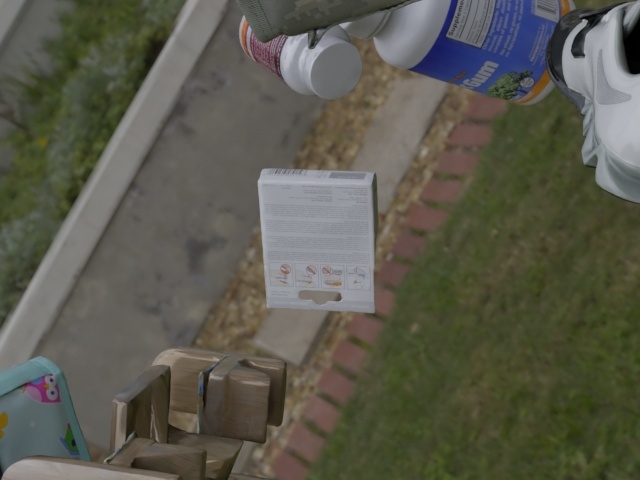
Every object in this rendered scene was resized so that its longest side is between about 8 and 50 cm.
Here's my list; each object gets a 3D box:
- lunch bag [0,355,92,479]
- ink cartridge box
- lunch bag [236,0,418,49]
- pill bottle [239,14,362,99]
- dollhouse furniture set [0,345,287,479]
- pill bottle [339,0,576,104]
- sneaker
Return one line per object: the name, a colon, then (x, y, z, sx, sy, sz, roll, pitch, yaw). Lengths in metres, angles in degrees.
lunch bag: (-0.313, 0.234, 1.104, 0.223, 0.160, 0.262, -24, -38, -41)
ink cartridge box: (0.000, 0.000, 2.047, 0.056, 0.181, 0.224, -67, -23, -60)
lunch bag: (0.028, -0.273, 0.769, 0.235, 0.287, 0.169, -14, 25, 15)
pill bottle: (-0.020, -0.209, 1.432, 0.086, 0.086, 0.152, -57, 40, 8)
dollhouse furniture set: (-0.208, 0.315, 1.216, 0.362, 0.256, 0.394, -41, -43, -74)
pill bottle: (0.157, -0.267, 1.583, 0.152, 0.272, 0.152, -167, 90, -69)
sneaker: (0.301, -0.175, 1.251, 0.330, 0.122, 0.146, -95, 14, -58)
